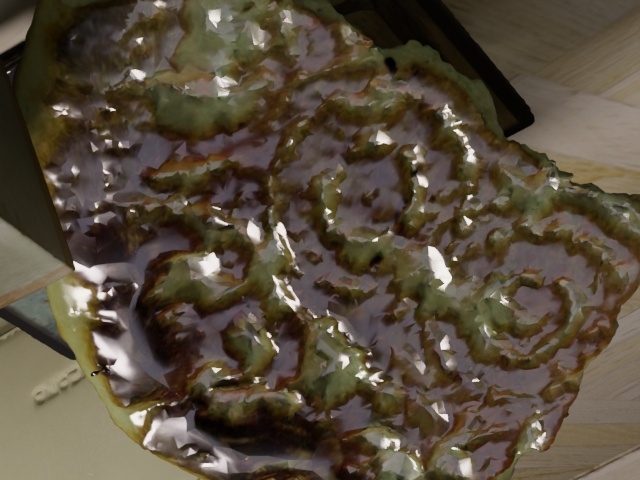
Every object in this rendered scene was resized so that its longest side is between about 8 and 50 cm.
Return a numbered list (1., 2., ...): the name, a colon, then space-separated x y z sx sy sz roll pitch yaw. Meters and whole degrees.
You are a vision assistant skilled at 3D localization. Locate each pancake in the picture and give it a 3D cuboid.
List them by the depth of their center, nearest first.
1. pancake: -0.003 0.004 1.007 0.427 0.067 0.305 36 106 -27

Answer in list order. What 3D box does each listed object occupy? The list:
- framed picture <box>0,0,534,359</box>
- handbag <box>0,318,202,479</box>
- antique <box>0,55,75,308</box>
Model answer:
1. framed picture: -0.078 -0.052 1.052 0.347 0.016 0.265 -26 145 16
2. handbag: -0.107 0.130 1.274 0.358 0.237 0.160 -30 157 24
3. antique: -0.214 -0.033 0.859 0.146 0.152 0.148 -25 158 8
